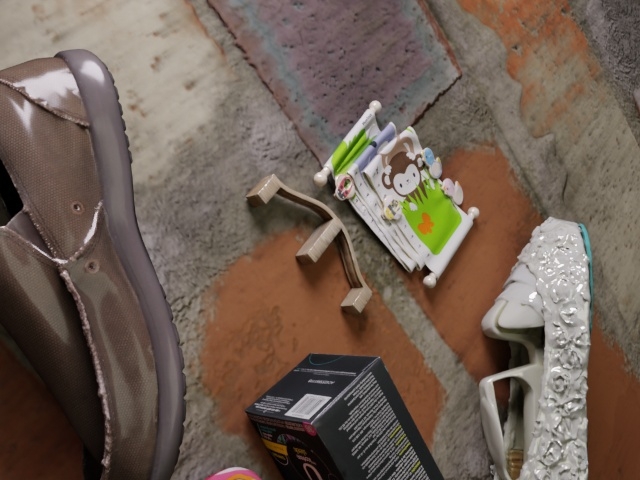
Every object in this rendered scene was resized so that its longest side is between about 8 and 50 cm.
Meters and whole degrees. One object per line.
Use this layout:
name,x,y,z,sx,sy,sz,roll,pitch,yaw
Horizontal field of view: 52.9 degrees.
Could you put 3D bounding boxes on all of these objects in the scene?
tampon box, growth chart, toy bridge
tampon box,0.025,0.208,0.638,0.101,0.120,0.161,-36,104,-35
growth chart,0.106,-0.058,0.799,0.237,0.021,0.172,43,60,-24
toy bridge,0.000,0.000,0.708,0.188,0.026,0.063,49,57,-21

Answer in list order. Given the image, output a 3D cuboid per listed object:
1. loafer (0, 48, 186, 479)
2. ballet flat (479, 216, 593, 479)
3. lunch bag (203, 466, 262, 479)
loafer,-0.205,0.032,0.501,0.130,0.134,0.365,-10,80,-33
ballet flat,0.275,0.160,0.832,0.147,0.147,0.408,12,76,-35
lunch bag,-0.081,0.377,0.544,0.258,0.120,0.293,-36,107,-30
